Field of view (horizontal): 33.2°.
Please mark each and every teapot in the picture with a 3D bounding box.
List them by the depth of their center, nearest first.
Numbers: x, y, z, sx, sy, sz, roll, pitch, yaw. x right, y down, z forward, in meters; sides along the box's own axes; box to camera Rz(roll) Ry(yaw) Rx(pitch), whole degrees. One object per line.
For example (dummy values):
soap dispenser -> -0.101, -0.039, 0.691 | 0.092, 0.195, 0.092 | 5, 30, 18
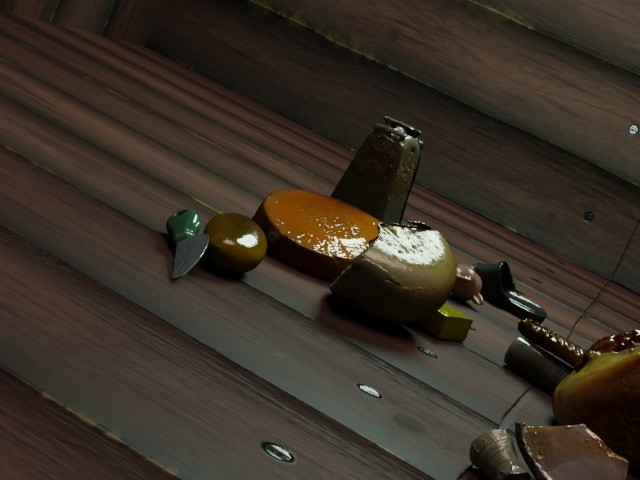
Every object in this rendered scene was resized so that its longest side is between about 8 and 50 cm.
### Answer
teapot -> 0.217, 0.270, 1.264 | 0.067, 0.057, 0.083 | 52, 4, -26

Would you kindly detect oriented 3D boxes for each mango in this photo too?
mango -> -0.135, 0.006, 1.652 | 0.103, 0.076, 0.161 | 32, 13, -1

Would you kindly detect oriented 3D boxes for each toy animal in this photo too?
toy animal -> 0.271, 0.079, 2.223 | 0.150, 0.089, 0.083 | 27, 31, -6

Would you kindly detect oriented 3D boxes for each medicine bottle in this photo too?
medicine bottle -> 0.406, 0.235, 1.815 | 0.199, 0.058, 0.057 | 33, 14, 32

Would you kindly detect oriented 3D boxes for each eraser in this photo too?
eraser -> 0.192, 0.127, 1.883 | 0.122, 0.045, 0.097 | 31, 12, 35

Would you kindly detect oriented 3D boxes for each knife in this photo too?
knife -> -0.193, 0.006, 1.584 | 0.063, 0.035, 0.260 | -20, 21, -3

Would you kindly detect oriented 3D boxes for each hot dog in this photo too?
hot dog -> 0.566, 0.264, 1.610 | 0.405, 0.223, 0.185 | 27, 14, 14

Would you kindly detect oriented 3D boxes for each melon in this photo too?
melon -> 0.289, 0.256, 1.296 | 0.139, 0.093, 0.202 | 38, 4, -14

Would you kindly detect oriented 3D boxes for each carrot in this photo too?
carrot -> 0.000, 0.000, 1.973 | 0.258, 0.100, 0.307 | 33, 21, 29

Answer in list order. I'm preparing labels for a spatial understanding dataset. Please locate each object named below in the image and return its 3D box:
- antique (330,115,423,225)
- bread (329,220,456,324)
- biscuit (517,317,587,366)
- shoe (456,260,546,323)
antique -> 0.114, -0.107, 2.178 | 0.150, 0.284, 0.125 | 28, 11, 21
bread -> 0.122, 0.071, 1.763 | 0.260, 0.158, 0.156 | 6, 44, -38
biscuit -> 0.492, 0.231, 1.913 | 0.317, 0.040, 0.318 | 32, 2, -1
shoe -> 0.405, 0.093, 2.391 | 0.241, 0.093, 0.108 | 31, 14, 20
